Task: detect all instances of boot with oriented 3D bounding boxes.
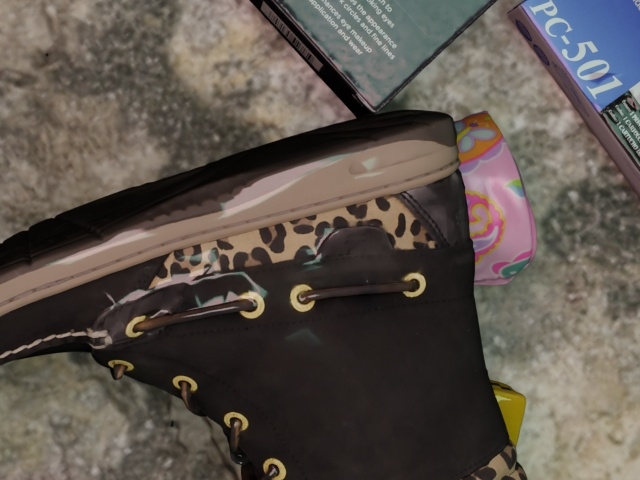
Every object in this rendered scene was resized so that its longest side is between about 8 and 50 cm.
[{"bbox_3d":[-0.058,0.102,1.223,0.377,0.138,0.284,-20,103,-7],"label":"boot"}]

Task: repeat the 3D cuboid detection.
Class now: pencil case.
[{"bbox_3d":[0.000,0.000,1.334,0.284,0.124,0.124,-15,90,-5],"label":"pencil case"}]

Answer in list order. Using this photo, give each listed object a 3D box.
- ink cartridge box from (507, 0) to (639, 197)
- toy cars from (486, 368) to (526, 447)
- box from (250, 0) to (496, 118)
[{"bbox_3d":[0.233,-0.106,1.393,0.097,0.046,0.207,-36,92,-6],"label":"ink cartridge box"},{"bbox_3d":[-0.053,0.169,1.346,0.393,0.087,0.176,-29,102,-1],"label":"toy cars"},{"bbox_3d":[0.037,-0.191,1.353,0.158,0.093,0.156,-43,93,-3],"label":"box"}]
